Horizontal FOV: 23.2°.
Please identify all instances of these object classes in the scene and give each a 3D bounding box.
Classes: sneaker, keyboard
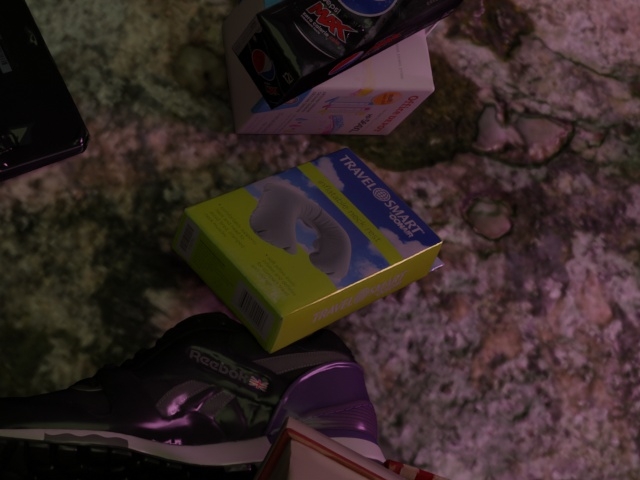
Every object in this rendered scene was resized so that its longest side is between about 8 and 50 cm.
[{"bbox_3d":[-0.100,0.109,1.022,0.283,0.107,0.124,6,55,-24],"label":"sneaker"},{"bbox_3d":[-0.242,-0.126,1.074,0.108,0.023,0.180,-22,81,-33],"label":"keyboard"}]

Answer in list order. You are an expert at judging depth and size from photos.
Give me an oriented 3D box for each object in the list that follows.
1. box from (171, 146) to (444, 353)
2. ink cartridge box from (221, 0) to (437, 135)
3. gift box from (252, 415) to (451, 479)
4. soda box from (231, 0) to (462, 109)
[{"bbox_3d":[0.000,0.000,1.078,0.178,0.042,0.109,-24,60,-40],"label":"box"},{"bbox_3d":[0.013,-0.134,1.140,0.143,0.092,0.090,-1,73,-22],"label":"ink cartridge box"},{"bbox_3d":[0.036,0.281,0.885,0.276,0.258,0.255,33,94,-4],"label":"gift box"},{"bbox_3d":[0.026,-0.155,1.065,0.169,0.060,0.053,-31,86,-28],"label":"soda box"}]
